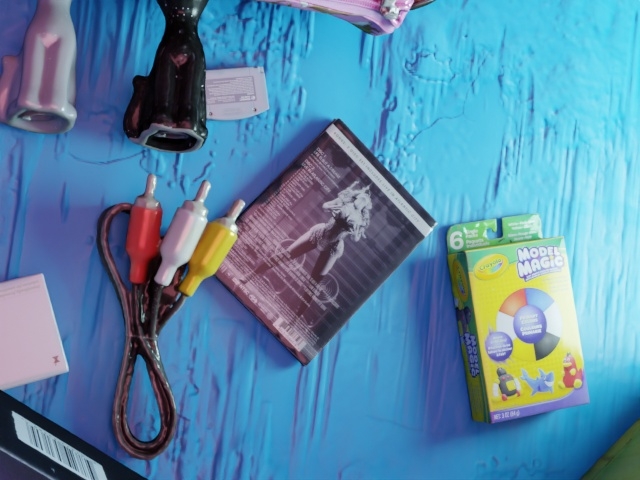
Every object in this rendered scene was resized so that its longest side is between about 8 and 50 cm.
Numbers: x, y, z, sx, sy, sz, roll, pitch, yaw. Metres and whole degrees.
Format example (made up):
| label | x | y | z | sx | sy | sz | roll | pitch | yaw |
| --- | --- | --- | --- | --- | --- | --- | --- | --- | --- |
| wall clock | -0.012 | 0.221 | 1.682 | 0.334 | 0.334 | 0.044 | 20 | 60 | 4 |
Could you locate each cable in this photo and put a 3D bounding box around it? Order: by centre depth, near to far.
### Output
| label | x | y | z | sx | sy | sz | roll | pitch | yaw |
| --- | --- | --- | --- | --- | --- | --- | --- | --- | --- |
| cable | -0.177 | 0.073 | 1.246 | 0.139 | 0.072 | 0.287 | 16 | 82 | -11 |

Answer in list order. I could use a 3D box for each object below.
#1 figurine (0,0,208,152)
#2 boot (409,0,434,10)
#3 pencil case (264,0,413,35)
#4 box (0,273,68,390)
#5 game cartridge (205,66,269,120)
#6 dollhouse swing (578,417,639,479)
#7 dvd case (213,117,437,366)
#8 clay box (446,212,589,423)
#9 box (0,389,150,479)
| label | x | y | z | sx | sy | sz | roll | pitch | yaw |
| --- | --- | --- | --- | --- | --- | --- | --- | --- | --- |
| figurine | -0.213 | -0.209 | 1.251 | 0.215 | 0.092 | 0.209 | 7 | 76 | -13 |
| boot | 0.113 | -0.326 | 1.386 | 0.106 | 0.037 | 0.114 | -35 | 100 | -30 |
| pencil case | -0.072 | -0.300 | 1.207 | 0.386 | 0.167 | 0.160 | 3 | 98 | -36 |
| box | -0.307 | 0.092 | 1.193 | 0.101 | 0.087 | 0.102 | -14 | 91 | -17 |
| game cartridge | -0.098 | -0.155 | 1.318 | 0.083 | 0.017 | 0.056 | -7 | 85 | -18 |
| dollhouse swing | 0.419 | 0.310 | 1.304 | 0.347 | 0.305 | 0.315 | -41 | 99 | -17 |
| dvd case | 0.000 | 0.000 | 1.337 | 0.164 | 0.018 | 0.221 | 46 | 75 | -9 |
| clay box | 0.220 | 0.084 | 1.385 | 0.127 | 0.053 | 0.222 | -9 | 90 | -19 |
| box | -0.306 | 0.308 | 1.085 | 0.296 | 0.183 | 0.294 | 36 | 89 | -21 |
